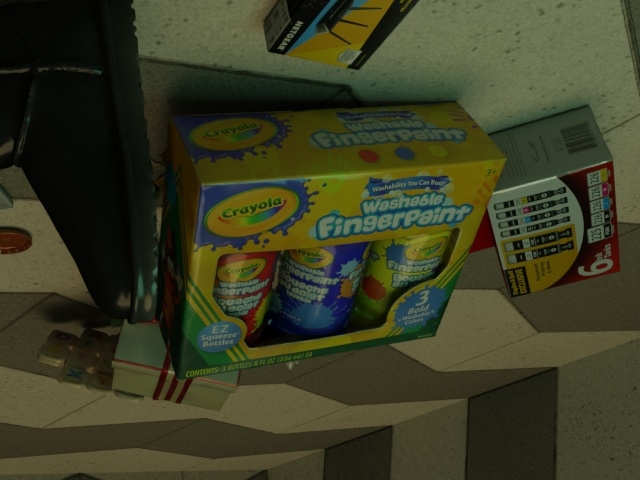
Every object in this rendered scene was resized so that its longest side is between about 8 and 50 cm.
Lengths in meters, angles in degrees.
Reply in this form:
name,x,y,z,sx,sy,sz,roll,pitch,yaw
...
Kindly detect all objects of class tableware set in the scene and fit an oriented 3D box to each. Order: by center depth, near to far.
name,x,y,z,sx,sy,sz,roll,pitch,yaw
tableware set,-0.233,-0.098,1.273,0.154,0.024,0.104,-20,155,19

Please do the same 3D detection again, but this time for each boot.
name,x,y,z,sx,sy,sz,roll,pitch,yaw
boot,-0.404,-0.072,0.846,0.445,0.366,0.146,-6,171,-17

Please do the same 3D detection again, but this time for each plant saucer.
name,x,y,z,sx,sy,sz,roll,pitch,yaw
plant saucer,-0.525,0.001,1.382,0.084,0.013,0.083,-9,157,-4

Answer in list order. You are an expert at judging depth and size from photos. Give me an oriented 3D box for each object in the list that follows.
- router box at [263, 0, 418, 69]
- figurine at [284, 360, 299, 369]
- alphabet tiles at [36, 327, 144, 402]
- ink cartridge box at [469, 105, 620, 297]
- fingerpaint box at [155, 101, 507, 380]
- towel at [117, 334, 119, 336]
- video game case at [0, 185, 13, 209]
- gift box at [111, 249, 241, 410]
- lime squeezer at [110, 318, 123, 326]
name,x,y,z,sx,sy,sz,roll,pitch,yaw
router box,0.032,-0.276,0.958,0.133,0.046,0.179,4,152,-30
figurine,-0.053,0.137,1.645,0.092,0.209,0.215,-4,156,-15
alphabet tiles,-0.431,0.250,1.715,0.284,0.021,0.278,15,-167,-7
ink cartridge box,0.355,-0.045,1.419,0.272,0.130,0.309,-16,140,11
fingerpaint box,0.000,0.000,1.218,0.445,0.163,0.371,-6,133,-23
towel,-0.338,0.231,1.948,0.336,0.040,0.243,-28,150,34
video game case,-0.533,-0.080,1.197,0.119,0.015,0.166,-9,157,-2
gift box,-0.261,0.148,1.551,0.255,0.276,0.258,9,156,-12
lime squeezer,-0.288,0.156,1.757,0.310,0.058,0.110,17,125,-41
